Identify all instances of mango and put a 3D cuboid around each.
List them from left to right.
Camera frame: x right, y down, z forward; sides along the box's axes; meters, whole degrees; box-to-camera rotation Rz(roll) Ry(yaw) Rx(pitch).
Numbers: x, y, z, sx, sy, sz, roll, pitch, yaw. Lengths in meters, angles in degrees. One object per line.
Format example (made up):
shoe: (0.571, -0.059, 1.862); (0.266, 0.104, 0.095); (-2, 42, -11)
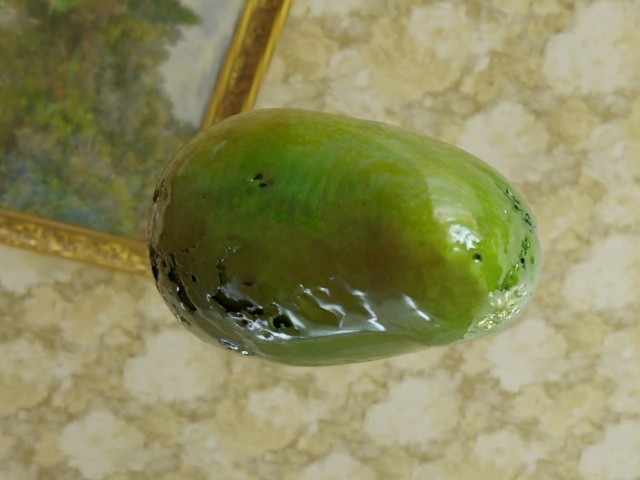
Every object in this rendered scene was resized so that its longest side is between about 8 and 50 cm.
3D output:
mango: (0.000, 0.000, 0.515); (0.233, 0.125, 0.111); (0, -93, 62)
